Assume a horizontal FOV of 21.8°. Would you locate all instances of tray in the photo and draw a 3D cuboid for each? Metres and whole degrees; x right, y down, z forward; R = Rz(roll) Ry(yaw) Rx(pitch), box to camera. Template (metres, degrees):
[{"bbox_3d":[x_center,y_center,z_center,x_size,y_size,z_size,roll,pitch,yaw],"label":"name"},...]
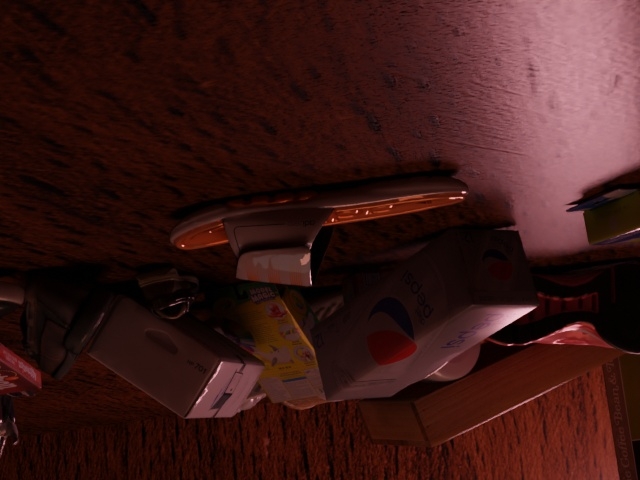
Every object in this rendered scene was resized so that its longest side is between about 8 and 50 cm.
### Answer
[{"bbox_3d":[0.273,0.181,2.355,0.411,0.076,0.203,-22,-177,-22],"label":"tray"}]

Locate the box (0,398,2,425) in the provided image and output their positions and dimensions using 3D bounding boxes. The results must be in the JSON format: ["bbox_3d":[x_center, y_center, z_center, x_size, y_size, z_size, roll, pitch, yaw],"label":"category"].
[{"bbox_3d":[-0.566,0.166,1.833,0.381,0.143,0.191,-9,170,19],"label":"box"}]

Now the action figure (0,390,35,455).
[{"bbox_3d":[-0.500,0.240,2.339,0.164,0.141,0.275,8,167,-20],"label":"action figure"}]

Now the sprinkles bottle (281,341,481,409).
[{"bbox_3d":[0.067,0.159,2.338,0.121,0.121,0.355,0,169,-38],"label":"sprinkles bottle"}]

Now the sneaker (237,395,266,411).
[{"bbox_3d":[-0.082,0.161,2.264,0.111,0.103,0.252,-18,-171,11],"label":"sneaker"}]

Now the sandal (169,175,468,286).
[{"bbox_3d":[-0.001,-0.002,1.431,0.265,0.076,0.102,-9,170,8],"label":"sandal"}]

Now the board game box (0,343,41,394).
[{"bbox_3d":[-0.459,0.157,2.084,0.145,0.027,0.281,-9,163,5],"label":"board game box"}]

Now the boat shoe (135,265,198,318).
[{"bbox_3d":[-0.162,0.060,1.763,0.056,0.049,0.152,-11,171,10],"label":"boat shoe"}]

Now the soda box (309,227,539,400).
[{"bbox_3d":[0.107,0.085,1.821,0.098,0.091,0.286,1,155,-36],"label":"soda box"}]

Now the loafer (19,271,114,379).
[{"bbox_3d":[-0.278,0.080,1.756,0.084,0.096,0.267,31,161,-6],"label":"loafer"}]

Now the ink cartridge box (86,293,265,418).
[{"bbox_3d":[-0.159,0.131,1.860,0.139,0.082,0.190,32,-176,14],"label":"ink cartridge box"}]

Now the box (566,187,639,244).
[{"bbox_3d":[0.350,-0.028,1.658,0.178,0.042,0.109,-4,170,-23],"label":"box"}]

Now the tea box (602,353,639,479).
[{"bbox_3d":[0.611,0.216,2.470,0.220,0.329,0.323,0,169,-41],"label":"tea box"}]

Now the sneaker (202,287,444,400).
[{"bbox_3d":[-0.013,0.120,2.106,0.366,0.135,0.150,-4,-170,-9],"label":"sneaker"}]

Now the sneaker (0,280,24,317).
[{"bbox_3d":[-0.429,0.119,1.616,0.295,0.147,0.104,-8,169,-2],"label":"sneaker"}]

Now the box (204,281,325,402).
[{"bbox_3d":[-0.052,0.110,1.950,0.105,0.043,0.179,-12,127,30],"label":"box"}]

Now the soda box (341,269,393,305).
[{"bbox_3d":[0.121,0.064,1.994,0.183,0.058,0.063,-4,170,-16],"label":"soda box"}]

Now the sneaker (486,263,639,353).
[{"bbox_3d":[0.329,0.082,2.184,0.313,0.116,0.136,4,180,-14],"label":"sneaker"}]
